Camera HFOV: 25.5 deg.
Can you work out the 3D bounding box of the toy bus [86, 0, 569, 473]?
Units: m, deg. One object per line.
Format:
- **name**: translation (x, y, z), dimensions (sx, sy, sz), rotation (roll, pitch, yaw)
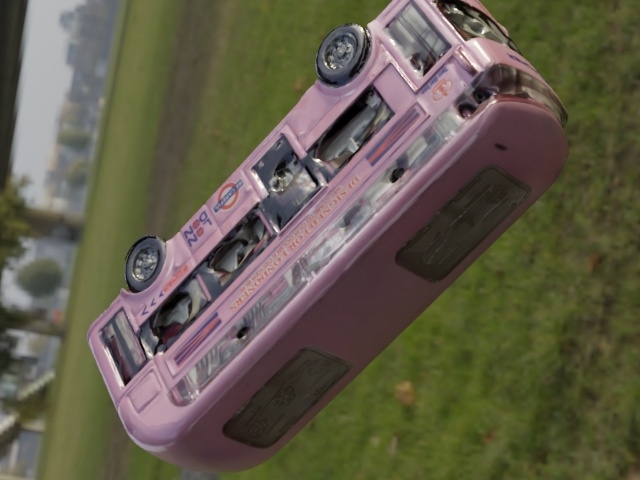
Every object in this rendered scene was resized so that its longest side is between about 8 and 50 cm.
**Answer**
- **toy bus**: translation (0.000, 0.000, 0.525), dimensions (0.203, 0.063, 0.090), rotation (-47, 48, 16)
